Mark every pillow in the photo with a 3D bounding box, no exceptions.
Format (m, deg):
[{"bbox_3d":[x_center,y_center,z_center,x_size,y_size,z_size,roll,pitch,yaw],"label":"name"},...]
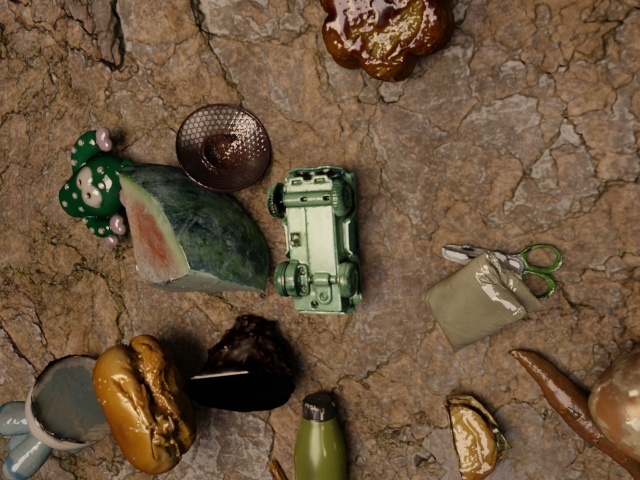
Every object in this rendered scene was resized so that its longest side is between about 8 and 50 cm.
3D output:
[{"bbox_3d":[0.277,0.112,0.879,0.134,0.078,0.181,53,133,8],"label":"pillow"}]

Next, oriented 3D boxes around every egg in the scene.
[{"bbox_3d":[0.537,0.255,0.750,0.233,0.195,0.195,-12,94,10],"label":"egg"}]

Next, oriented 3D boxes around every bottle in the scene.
[{"bbox_3d":[0.000,0.454,1.028,0.112,0.112,0.260,1,98,21],"label":"bottle"}]

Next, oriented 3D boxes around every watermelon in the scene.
[{"bbox_3d":[-0.288,0.010,1.033,0.387,0.228,0.258,45,120,15],"label":"watermelon"}]

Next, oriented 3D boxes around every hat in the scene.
[{"bbox_3d":[-0.205,-0.183,1.031,0.193,0.082,0.193,3,77,-13],"label":"hat"}]

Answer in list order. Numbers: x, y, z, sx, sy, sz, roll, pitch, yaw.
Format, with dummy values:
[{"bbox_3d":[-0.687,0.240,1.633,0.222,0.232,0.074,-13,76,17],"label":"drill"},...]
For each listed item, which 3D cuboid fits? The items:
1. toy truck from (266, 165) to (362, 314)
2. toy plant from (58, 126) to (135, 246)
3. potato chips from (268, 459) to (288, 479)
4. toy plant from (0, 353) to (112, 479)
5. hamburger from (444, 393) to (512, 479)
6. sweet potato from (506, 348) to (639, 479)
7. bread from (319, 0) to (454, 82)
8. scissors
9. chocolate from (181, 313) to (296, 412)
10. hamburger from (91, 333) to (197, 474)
[{"bbox_3d":[0.000,0.000,0.934,0.155,0.156,0.279,-2,97,21],"label":"toy truck"},{"bbox_3d":[-0.507,-0.124,1.135,0.232,0.112,0.243,47,117,10],"label":"toy plant"},{"bbox_3d":[-0.058,0.591,1.119,0.037,0.026,0.204,-40,82,18],"label":"potato chips"},{"bbox_3d":[-0.681,0.464,1.238,0.332,0.247,0.247,-39,83,26],"label":"toy plant"},{"bbox_3d":[0.299,0.370,0.920,0.102,0.087,0.176,-13,85,10],"label":"hamburger"},{"bbox_3d":[0.454,0.304,0.852,0.314,0.072,0.066,42,124,8],"label":"sweet potato"},{"bbox_3d":[0.116,-0.391,0.842,0.246,0.135,0.232,-8,109,20],"label":"bread"},{"bbox_3d":[0.321,0.041,0.886,0.204,0.027,0.101,12,99,17],"label":"scissors"},{"bbox_3d":[-0.159,0.253,1.066,0.224,0.206,0.177,-8,51,12],"label":"chocolate"},{"bbox_3d":[-0.374,0.353,1.057,0.290,0.170,0.314,60,154,7],"label":"hamburger"}]
